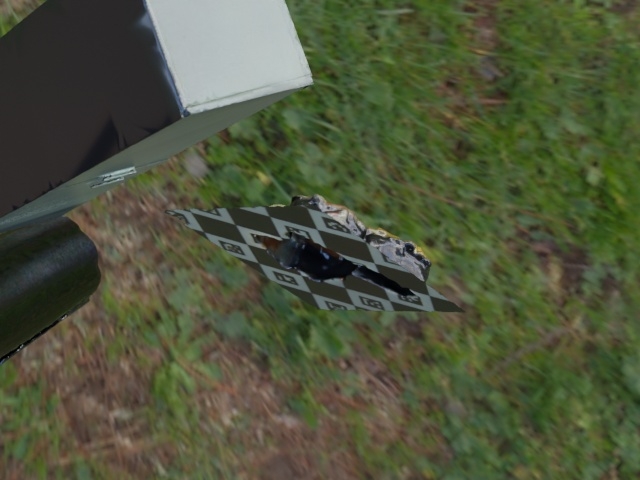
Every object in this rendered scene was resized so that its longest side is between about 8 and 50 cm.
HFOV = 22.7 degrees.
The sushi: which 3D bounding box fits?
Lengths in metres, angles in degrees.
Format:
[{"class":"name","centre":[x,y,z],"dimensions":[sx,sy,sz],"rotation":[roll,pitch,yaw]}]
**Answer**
[{"class":"sushi","centre":[0.000,0.000,0.840],"dimensions":[0.120,0.126,0.026],"rotation":[34,68,-35]}]

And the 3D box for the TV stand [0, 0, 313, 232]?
[{"class":"TV stand","centre":[-0.122,-0.072,0.834],"dimensions":[0.082,0.269,0.088],"rotation":[-20,89,-37]}]

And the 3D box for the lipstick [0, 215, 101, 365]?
[{"class":"lipstick","centre":[-0.253,0.075,0.869],"dimensions":[0.077,0.418,0.077],"rotation":[8,111,22]}]
